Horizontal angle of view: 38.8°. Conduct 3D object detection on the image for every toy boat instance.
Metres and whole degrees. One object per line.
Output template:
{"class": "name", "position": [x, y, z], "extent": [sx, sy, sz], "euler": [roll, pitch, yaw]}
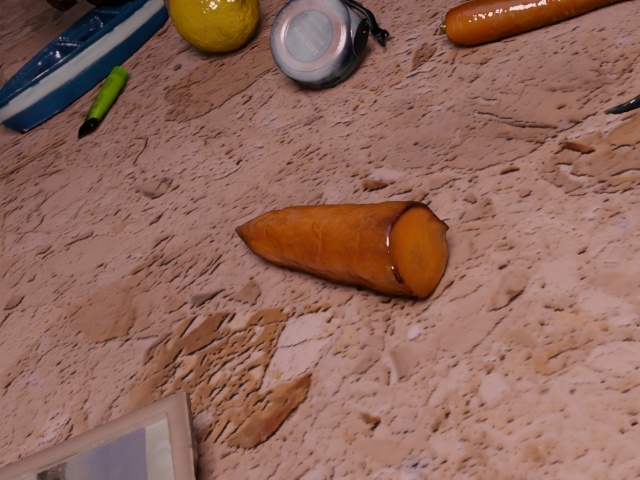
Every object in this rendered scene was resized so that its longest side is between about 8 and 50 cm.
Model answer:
{"class": "toy boat", "position": [-0.330, -0.249, 1.246], "extent": [0.096, 0.061, 0.299], "euler": [19, 57, 45]}

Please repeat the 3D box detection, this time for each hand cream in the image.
{"class": "hand cream", "position": [-0.276, -0.177, 1.157], "extent": [0.036, 0.023, 0.122], "euler": [-27, 32, 39]}

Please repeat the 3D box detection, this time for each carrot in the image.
{"class": "carrot", "position": [0.234, -0.230, 0.862], "extent": [0.248, 0.043, 0.043], "euler": [-11, 40, 21]}
{"class": "carrot", "position": [0.000, 0.000, 0.726], "extent": [0.205, 0.072, 0.072], "euler": [6, 49, 41]}

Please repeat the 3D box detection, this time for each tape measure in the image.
{"class": "tape measure", "position": [0.013, -0.221, 1.006], "extent": [0.107, 0.104, 0.180], "euler": [-46, -2, 15]}

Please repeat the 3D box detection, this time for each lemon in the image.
{"class": "lemon", "position": [-0.130, -0.286, 1.115], "extent": [0.109, 0.109, 0.133], "euler": [-43, 33, -17]}

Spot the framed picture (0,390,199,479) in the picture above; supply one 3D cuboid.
{"class": "framed picture", "position": [-0.160, 0.247, 0.552], "extent": [0.213, 0.016, 0.289], "euler": [-24, 44, 7]}

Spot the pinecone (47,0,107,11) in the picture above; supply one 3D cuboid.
{"class": "pinecone", "position": [-0.321, -0.438, 1.220], "extent": [0.264, 0.264, 0.264], "euler": [-18, 38, 15]}

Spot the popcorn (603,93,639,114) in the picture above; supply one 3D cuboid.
{"class": "popcorn", "position": [0.306, -0.077, 0.549], "extent": [0.195, 0.173, 0.168], "euler": [-42, -9, 26]}
